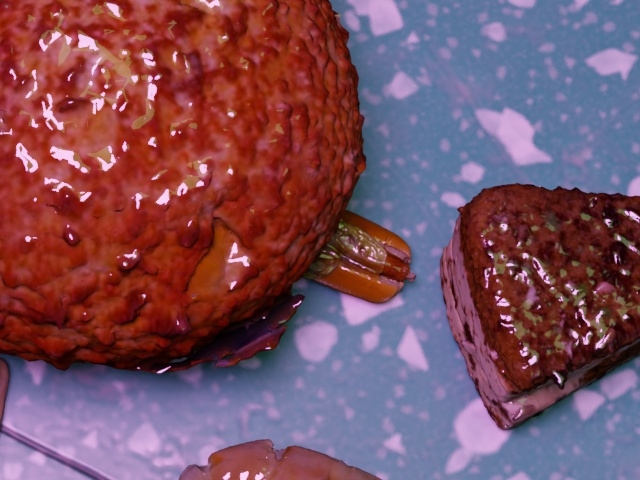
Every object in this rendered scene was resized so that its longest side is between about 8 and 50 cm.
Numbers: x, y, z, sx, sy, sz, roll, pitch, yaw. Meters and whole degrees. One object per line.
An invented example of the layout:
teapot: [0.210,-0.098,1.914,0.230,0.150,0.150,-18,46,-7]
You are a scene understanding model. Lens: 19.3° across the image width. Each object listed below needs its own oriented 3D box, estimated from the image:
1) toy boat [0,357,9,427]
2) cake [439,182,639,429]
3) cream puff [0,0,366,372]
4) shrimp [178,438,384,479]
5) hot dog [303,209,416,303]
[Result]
toy boat: [-0.289,0.101,1.136,0.188,0.061,0.116,10,72,-4]
cake: [0.193,0.005,1.204,0.246,0.112,0.135,-26,75,-14]
cream puff: [-0.138,-0.091,1.115,0.350,0.229,0.351,-2,68,6]
shrimp: [0.029,0.213,1.145,0.267,0.061,0.145,16,80,-6]
hot dog: [0.000,0.000,1.215,0.133,0.041,0.056,23,71,0]
